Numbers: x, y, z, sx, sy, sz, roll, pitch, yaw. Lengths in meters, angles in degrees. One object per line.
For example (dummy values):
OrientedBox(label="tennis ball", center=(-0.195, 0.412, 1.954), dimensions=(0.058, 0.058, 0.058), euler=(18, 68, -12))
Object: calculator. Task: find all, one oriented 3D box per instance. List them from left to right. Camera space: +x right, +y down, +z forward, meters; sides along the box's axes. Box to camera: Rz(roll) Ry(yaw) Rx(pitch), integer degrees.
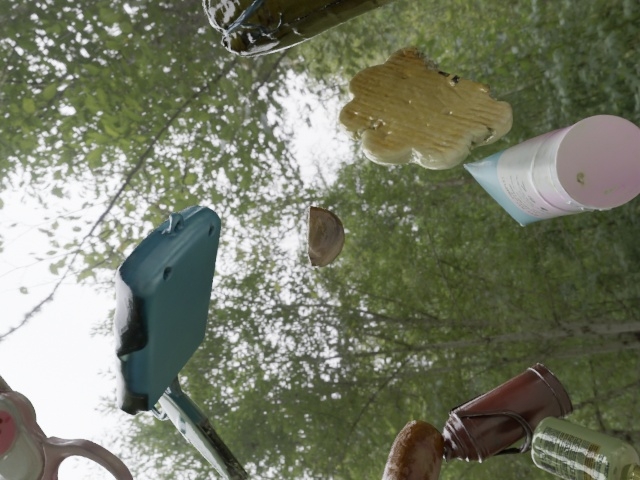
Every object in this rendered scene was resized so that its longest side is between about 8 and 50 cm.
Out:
OrientedBox(label="calculator", center=(-0.187, 0.087, 0.631), dimensions=(0.173, 0.051, 0.293), euler=(-56, -14, -53))

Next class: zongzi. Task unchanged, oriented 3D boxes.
OrientedBox(label="zongzi", center=(-0.053, -0.453, 0.670), dimensions=(0.160, 0.323, 0.360), euler=(-81, -30, -59))

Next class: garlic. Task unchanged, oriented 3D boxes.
OrientedBox(label="garlic", center=(0.013, -0.005, 1.357), dimensions=(0.087, 0.101, 0.195), euler=(104, 168, -54))

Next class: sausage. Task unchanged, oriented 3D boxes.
OrientedBox(label="sausage", center=(0.119, 0.392, 0.730), dimensions=(0.103, 0.076, 0.302), euler=(61, -143, -40))

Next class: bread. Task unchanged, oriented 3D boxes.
OrientedBox(label="bread", center=(0.122, -0.172, 0.693), dimensions=(0.251, 0.182, 0.039), euler=(53, 175, 42))

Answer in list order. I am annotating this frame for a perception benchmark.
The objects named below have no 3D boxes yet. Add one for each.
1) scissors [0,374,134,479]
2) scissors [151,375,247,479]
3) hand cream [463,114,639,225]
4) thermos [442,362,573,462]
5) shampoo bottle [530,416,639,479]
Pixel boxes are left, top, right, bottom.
OrientedBox(label="scissors", center=(-0.254, 0.149, 0.411), dimensions=(0.242, 0.118, 0.030), euler=(52, -179, 3))
OrientedBox(label="scissors", center=(-0.208, 0.277, 0.811), dimensions=(0.041, 0.289, 0.138), euler=(-10, -57, -46))
OrientedBox(label="hand cream", center=(0.218, -0.058, 0.519), dimensions=(0.111, 0.070, 0.312), euler=(45, -174, 2))
OrientedBox(label="thermos", center=(0.289, 0.299, 0.863), dimensions=(0.099, 0.232, 0.124), euler=(65, 176, -20))
OrientedBox(label="shampoo bottle", center=(0.377, 0.301, 0.703), dimensions=(0.079, 0.162, 0.079), euler=(-2, -86, -36))
